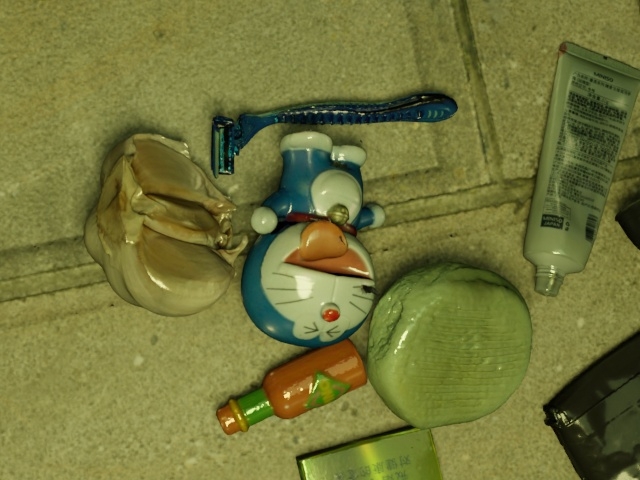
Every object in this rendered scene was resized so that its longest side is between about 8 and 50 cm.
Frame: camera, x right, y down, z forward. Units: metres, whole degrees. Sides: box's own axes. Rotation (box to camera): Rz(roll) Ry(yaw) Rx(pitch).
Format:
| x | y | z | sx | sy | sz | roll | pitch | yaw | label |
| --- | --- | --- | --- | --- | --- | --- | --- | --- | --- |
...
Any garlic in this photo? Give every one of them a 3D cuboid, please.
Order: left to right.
| x | y | z | sx | sy | sz | roll | pitch | yaw | label |
| --- | --- | --- | --- | --- | --- | --- | --- | --- | --- |
| -0.195 | -0.002 | 1.272 | 0.178 | 0.143 | 0.229 | 17 | 43 | -43 | garlic |

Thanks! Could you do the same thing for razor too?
| x | y | z | sx | sy | sz | roll | pitch | yaw | label |
| --- | --- | --- | --- | --- | --- | --- | --- | --- | --- |
| 0.017 | -0.155 | 1.363 | 0.324 | 0.093 | 0.056 | -12 | 52 | -14 | razor |

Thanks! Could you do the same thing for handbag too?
| x | y | z | sx | sy | sz | roll | pitch | yaw | label |
| --- | --- | --- | --- | --- | --- | --- | --- | --- | --- |
| 0.437 | 0.239 | 1.389 | 0.247 | 0.080 | 0.223 | -33 | 92 | -11 | handbag |

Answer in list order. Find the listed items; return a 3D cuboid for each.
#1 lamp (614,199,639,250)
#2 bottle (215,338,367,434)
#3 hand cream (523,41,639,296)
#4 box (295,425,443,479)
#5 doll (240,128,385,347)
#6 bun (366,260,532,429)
| x | y | z | sx | sy | sz | roll | pitch | yaw | label |
| --- | --- | --- | --- | --- | --- | --- | --- | --- | --- |
| 0.489 | 0.041 | 1.363 | 0.147 | 0.172 | 0.227 | -28 | 78 | 23 | lamp |
| -0.037 | 0.183 | 1.319 | 0.187 | 0.069 | 0.069 | -24 | 90 | -9 | bottle |
| 0.331 | -0.089 | 1.411 | 0.124 | 0.078 | 0.341 | 19 | 75 | -7 | hand cream |
| 0.087 | 0.398 | 1.335 | 0.173 | 0.043 | 0.311 | -14 | 88 | -10 | box |
| 0.000 | 0.000 | 1.296 | 0.215 | 0.161 | 0.257 | 11 | 80 | -37 | doll |
| 0.148 | 0.122 | 1.319 | 0.221 | 0.108 | 0.221 | -8 | 108 | -26 | bun |
